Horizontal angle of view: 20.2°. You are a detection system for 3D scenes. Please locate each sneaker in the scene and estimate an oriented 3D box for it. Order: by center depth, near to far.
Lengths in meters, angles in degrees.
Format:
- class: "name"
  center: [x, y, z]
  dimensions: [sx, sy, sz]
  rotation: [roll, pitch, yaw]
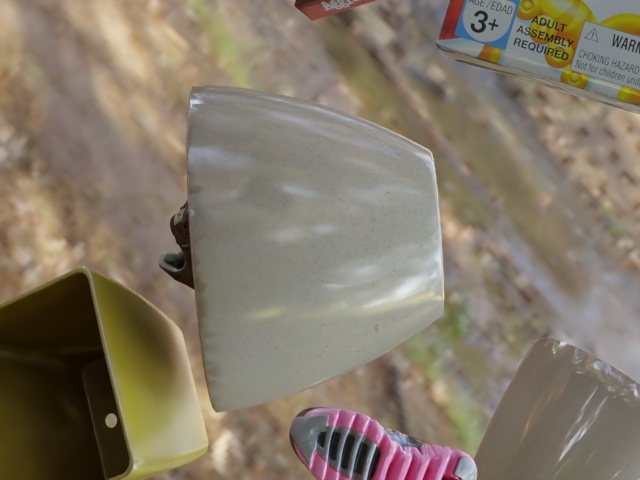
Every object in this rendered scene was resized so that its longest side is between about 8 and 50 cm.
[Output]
- class: "sneaker"
  center: [0.027, 0.118, 0.995]
  dimensions: [0.119, 0.047, 0.057]
  rotation: [25, 1, -30]
- class: "sneaker"
  center: [-0.110, -0.016, 1.755]
  dimensions: [0.071, 0.188, 0.066]
  rotation: [17, 44, -5]

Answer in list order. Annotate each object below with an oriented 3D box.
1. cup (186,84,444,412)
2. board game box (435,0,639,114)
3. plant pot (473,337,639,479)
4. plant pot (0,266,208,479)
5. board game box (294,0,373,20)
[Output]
- class: "cup"
  center: [0.000, 0.000, 1.808]
  dimensions: [0.331, 0.237, 0.331]
  rotation: [-4, 90, -88]
- class: "board game box"
  center: [0.161, -0.196, 0.809]
  dimensions: [0.142, 0.275, 0.144]
  rotation: [17, 6, 4]
- class: "plant pot"
  center: [0.270, 0.299, 2.085]
  dimensions: [0.256, 0.274, 0.256]
  rotation: [36, -13, 10]
- class: "plant pot"
  center: [-0.236, 0.167, 1.836]
  dimensions: [0.187, 0.212, 0.212]
  rotation: [11, 59, -58]
- class: "board game box"
  center: [0.100, -0.262, 1.372]
  dimensions: [0.027, 0.281, 0.145]
  rotation: [33, 61, -35]
